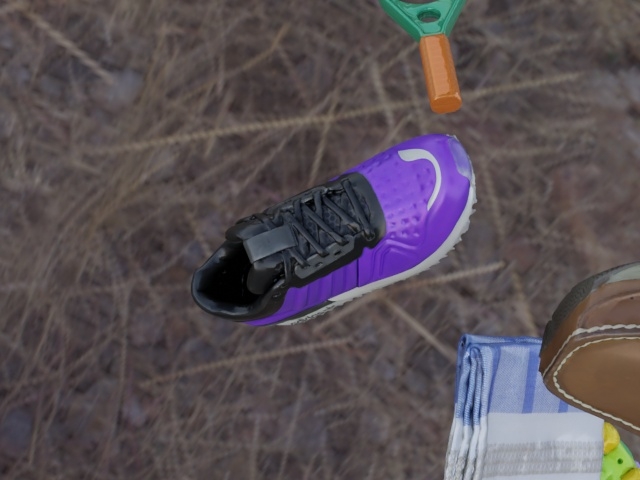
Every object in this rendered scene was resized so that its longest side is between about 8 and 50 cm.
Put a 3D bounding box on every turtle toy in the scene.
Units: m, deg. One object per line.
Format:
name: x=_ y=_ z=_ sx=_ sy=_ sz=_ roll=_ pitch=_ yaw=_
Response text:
turtle toy: x=0.249 y=0.216 z=1.399 sx=0.130 sy=0.095 sz=0.066 roll=54 pitch=23 yaw=-1

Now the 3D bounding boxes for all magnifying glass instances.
magnifying glass: x=0.106 y=-0.206 z=1.525 sx=0.092 sy=0.026 sz=0.231 roll=-7 pitch=44 yaw=1

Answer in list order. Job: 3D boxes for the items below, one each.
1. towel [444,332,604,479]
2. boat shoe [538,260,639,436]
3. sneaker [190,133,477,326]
towel: x=0.157 y=0.215 z=1.206 sx=0.209 sy=0.034 sz=0.285 roll=7 pitch=89 yaw=-49
boat shoe: x=0.275 y=0.101 z=0.820 sx=0.324 sy=0.122 sz=0.120 roll=14 pitch=49 yaw=-7
sneaker: x=0.000 y=0.001 z=1.384 sx=0.146 sy=0.293 sz=0.102 roll=2 pitch=61 yaw=-50
